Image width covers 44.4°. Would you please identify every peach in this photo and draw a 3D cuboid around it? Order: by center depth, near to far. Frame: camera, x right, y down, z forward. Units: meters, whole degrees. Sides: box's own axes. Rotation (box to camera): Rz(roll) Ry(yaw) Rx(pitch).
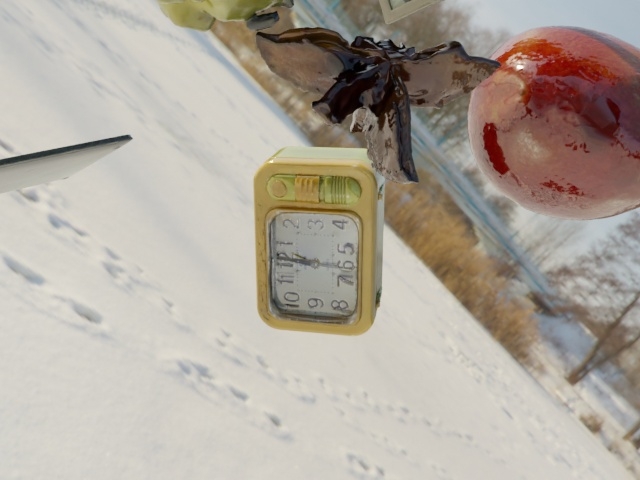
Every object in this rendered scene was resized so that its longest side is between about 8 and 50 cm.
[{"bbox_3d":[0.272,-0.119,0.834,0.244,0.199,0.243,17,22,-7],"label":"peach"}]

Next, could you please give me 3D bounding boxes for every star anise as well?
[{"bbox_3d":[0.034,-0.092,0.586,0.158,0.140,0.144,39,-36,15],"label":"star anise"}]

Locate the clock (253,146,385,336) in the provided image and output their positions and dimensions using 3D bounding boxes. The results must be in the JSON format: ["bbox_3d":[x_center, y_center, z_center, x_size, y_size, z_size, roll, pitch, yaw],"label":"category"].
[{"bbox_3d":[0.000,0.000,0.889,0.096,0.144,0.202,-66,156,-68],"label":"clock"}]

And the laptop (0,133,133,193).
[{"bbox_3d":[-0.398,-0.084,1.024,0.269,0.188,0.015,-23,93,-47],"label":"laptop"}]

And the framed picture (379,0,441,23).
[{"bbox_3d":[0.145,-0.383,0.873,0.281,0.019,0.208,-13,-84,51],"label":"framed picture"}]

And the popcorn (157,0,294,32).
[{"bbox_3d":[-0.061,-0.272,0.542,0.215,0.252,0.286,42,-38,-16],"label":"popcorn"}]
